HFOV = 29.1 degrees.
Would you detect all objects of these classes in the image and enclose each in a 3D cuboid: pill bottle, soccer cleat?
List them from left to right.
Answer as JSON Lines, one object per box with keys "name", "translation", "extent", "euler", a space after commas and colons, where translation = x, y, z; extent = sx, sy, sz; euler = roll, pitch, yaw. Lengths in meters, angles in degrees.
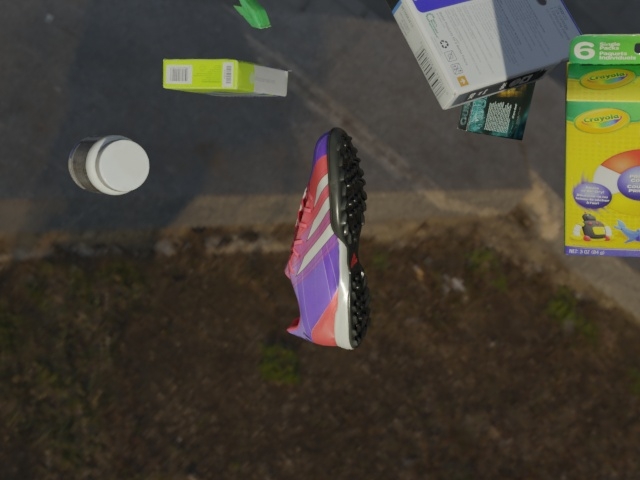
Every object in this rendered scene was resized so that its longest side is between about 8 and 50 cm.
{"name": "pill bottle", "translation": [-0.273, -0.098, 1.597], "extent": [0.078, 0.137, 0.078], "euler": [-2, 95, -25]}
{"name": "soccer cleat", "translation": [0.000, 0.000, 1.699], "extent": [0.116, 0.318, 0.108], "euler": [4, 23, 19]}

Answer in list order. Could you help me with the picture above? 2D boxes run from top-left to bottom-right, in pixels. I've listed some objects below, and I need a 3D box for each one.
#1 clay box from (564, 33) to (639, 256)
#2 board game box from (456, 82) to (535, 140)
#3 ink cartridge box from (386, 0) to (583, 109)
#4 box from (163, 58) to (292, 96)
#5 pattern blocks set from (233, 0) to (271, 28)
{"name": "clay box", "translation": [0.268, -0.074, 1.029], "extent": [0.127, 0.222, 0.053], "euler": [2, 51, 13]}
{"name": "board game box", "translation": [0.284, -0.255, 1.924], "extent": [0.126, 0.186, 0.026], "euler": [5, 11, -36]}
{"name": "ink cartridge box", "translation": [0.183, -0.271, 1.434], "extent": [0.208, 0.045, 0.206], "euler": [-19, 76, -27]}
{"name": "box", "translation": [-0.120, -0.214, 1.636], "extent": [0.178, 0.109, 0.042], "euler": [-6, 99, -67]}
{"name": "pattern blocks set", "translation": [-0.088, -0.422, 1.526], "extent": [0.026, 0.325, 0.285], "euler": [-24, 51, -32]}
